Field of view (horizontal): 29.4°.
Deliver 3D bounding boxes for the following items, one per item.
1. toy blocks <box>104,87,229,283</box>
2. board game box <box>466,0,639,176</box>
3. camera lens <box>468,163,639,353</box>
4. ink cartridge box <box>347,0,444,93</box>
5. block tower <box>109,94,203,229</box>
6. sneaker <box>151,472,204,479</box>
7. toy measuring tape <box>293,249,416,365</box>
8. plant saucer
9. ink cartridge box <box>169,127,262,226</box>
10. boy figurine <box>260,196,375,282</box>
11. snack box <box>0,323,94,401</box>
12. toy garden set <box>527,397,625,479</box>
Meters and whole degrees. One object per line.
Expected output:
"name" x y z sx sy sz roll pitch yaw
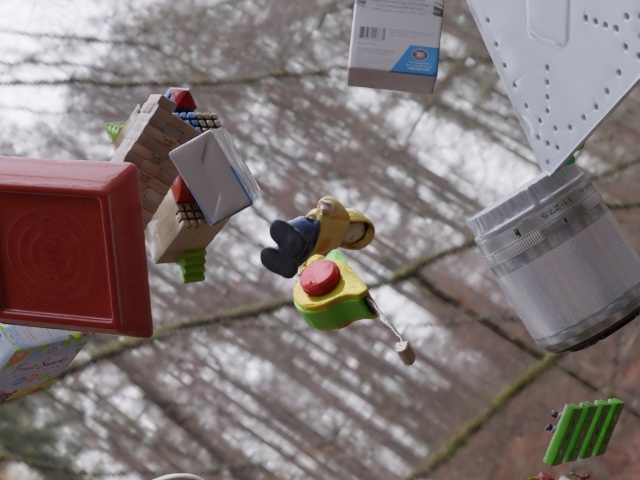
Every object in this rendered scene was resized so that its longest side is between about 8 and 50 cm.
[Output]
"toy blocks" -0.274 -0.145 2.375 0.190 0.381 0.261 -5 -29 -37
"board game box" 0.351 -0.348 1.784 0.050 0.390 0.390 -14 -19 -20
"camera lens" 0.399 0.032 2.014 0.219 0.274 0.219 -32 -1 -1
"ink cartridge box" 0.092 -0.269 1.430 0.060 0.104 0.180 85 -169 -75
"block tower" -0.308 -0.066 1.923 0.336 0.097 0.091 -60 22 -5
"sneaker" -0.365 0.522 2.196 0.350 0.131 0.148 -24 4 -24
"toy measuring tape" 0.036 0.120 1.949 0.121 0.330 0.121 -11 -57 -18
"plant saucer" -0.369 0.016 1.705 0.048 0.259 0.259 -43 -46 -63
"ink cartridge box" -0.128 -0.083 1.537 0.061 0.104 0.181 -29 4 4
"boy figurine" 0.000 0.000 2.262 0.285 0.092 0.177 -13 -51 -57
"snack box" -0.549 0.219 2.264 0.174 0.070 0.207 -48 -18 25
"toy garden set" 0.445 0.377 2.184 0.244 0.049 0.204 7 -75 -56
